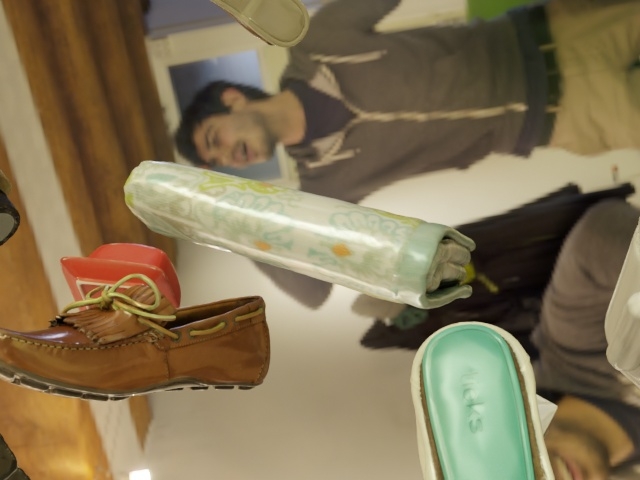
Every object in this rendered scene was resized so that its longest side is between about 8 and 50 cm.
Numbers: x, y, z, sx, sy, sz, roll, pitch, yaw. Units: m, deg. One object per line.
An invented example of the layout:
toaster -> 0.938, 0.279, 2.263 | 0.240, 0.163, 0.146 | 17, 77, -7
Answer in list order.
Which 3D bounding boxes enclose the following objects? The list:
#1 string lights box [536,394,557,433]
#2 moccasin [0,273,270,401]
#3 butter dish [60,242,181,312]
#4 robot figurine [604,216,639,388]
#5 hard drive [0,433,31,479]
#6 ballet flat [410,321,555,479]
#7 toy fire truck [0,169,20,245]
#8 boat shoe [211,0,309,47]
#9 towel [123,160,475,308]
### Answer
string lights box -> 0.249, 0.305, 1.454 | 0.133, 0.077, 0.259 | -55, -19, -21
moccasin -> -0.212, 0.107, 1.226 | 0.139, 0.380, 0.146 | 7, 94, 52
butter dish -> -0.257, 0.056, 1.472 | 0.118, 0.160, 0.159 | -69, -23, -44
robot figurine -> 0.469, 0.056, 1.287 | 0.200, 0.300, 0.353 | 42, 147, 32
hard drive -> -0.244, 0.188, 0.718 | 0.237, 0.064, 0.338 | 23, 144, 40
ballet flat -> 0.140, 0.261, 0.836 | 0.139, 0.139, 0.400 | 75, -169, -59
toy fire truck -> -0.404, -0.049, 0.858 | 0.158, 0.217, 0.246 | 47, 173, 22
boat shoe -> -0.099, -0.269, 1.051 | 0.206, 0.075, 0.065 | 39, 179, -30
towel -> 0.000, 0.000, 1.172 | 0.374, 0.321, 0.090 | 15, -93, -75
